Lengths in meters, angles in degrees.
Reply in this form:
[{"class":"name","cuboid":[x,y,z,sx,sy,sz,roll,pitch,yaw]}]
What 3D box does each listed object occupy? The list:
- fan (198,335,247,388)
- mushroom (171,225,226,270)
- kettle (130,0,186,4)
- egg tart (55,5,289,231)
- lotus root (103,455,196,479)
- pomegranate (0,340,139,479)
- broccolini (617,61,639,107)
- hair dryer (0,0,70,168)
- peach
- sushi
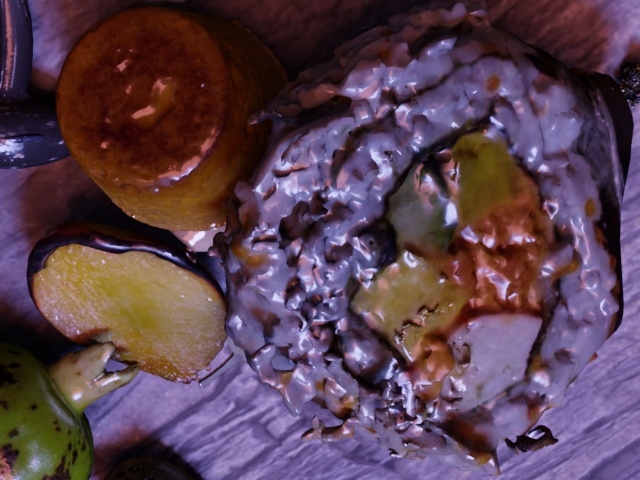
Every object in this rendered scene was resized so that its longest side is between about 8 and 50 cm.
[{"class":"fan","cuboid":[-0.073,0.114,1.137,0.175,0.005,0.113,-39,116,20]},{"class":"mushroom","cuboid":[0.000,0.000,0.997,0.285,0.156,0.151,32,97,-12]},{"class":"kettle","cuboid":[-0.149,-0.278,0.835,0.126,0.098,0.148,8,125,-15]},{"class":"egg tart","cuboid":[-0.126,-0.105,0.871,0.202,0.147,0.203,0,90,7]},{"class":"lotus root","cuboid":[-0.172,0.351,1.211,0.123,0.124,0.241,-25,118,12]},{"class":"pomegranate","cuboid":[-0.313,0.189,1.068,0.263,0.211,0.211,-37,120,-8]},{"class":"broccolini","cuboid":[0.376,-0.190,0.959,0.218,0.044,0.042,-29,104,8]},{"class":"hair dryer","cuboid":[-0.299,-0.169,0.901,0.195,0.075,0.219,-6,108,-33]},{"class":"peach","cuboid":[-0.182,0.055,1.048,0.189,0.068,0.279,-3,144,12]},{"class":"sushi","cuboid":[0.094,-0.002,0.877,0.417,0.176,0.418,-7,103,-29]}]
